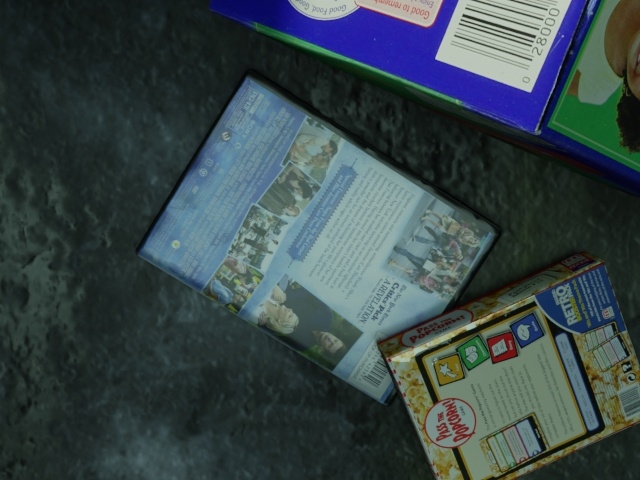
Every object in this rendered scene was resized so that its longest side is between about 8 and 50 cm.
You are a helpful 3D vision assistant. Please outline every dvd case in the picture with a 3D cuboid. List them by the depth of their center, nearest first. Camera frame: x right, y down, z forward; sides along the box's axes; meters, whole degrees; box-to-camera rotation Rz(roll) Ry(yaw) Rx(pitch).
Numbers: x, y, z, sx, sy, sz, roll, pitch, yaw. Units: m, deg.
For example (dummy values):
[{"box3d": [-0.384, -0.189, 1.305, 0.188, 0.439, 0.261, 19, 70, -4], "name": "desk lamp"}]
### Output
[{"box3d": [0.000, 0.000, 0.810, 0.253, 0.022, 0.180, 32, 94, -6], "name": "dvd case"}]

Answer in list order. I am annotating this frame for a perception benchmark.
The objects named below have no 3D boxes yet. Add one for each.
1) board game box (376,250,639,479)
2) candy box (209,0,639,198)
[{"box3d": [0.163, 0.115, 0.805, 0.193, 0.045, 0.147, -23, 103, -4], "name": "board game box"}, {"box3d": [0.136, -0.118, 0.610, 0.317, 0.268, 0.122, 12, 104, -45], "name": "candy box"}]
